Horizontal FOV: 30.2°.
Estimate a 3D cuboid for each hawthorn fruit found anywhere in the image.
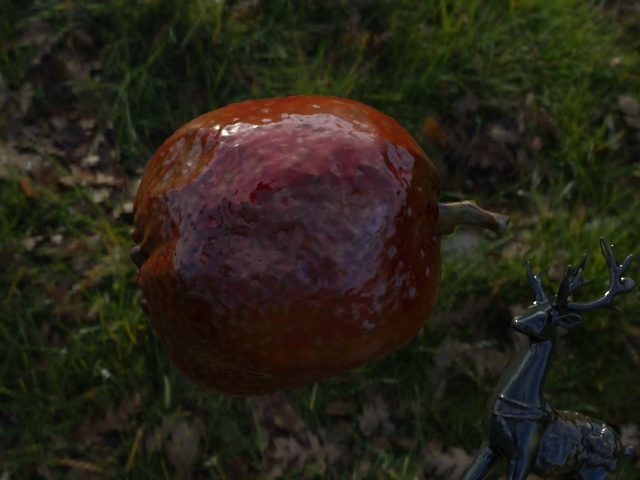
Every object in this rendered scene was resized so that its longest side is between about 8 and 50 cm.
[{"bbox_3d":[0.000,0.000,0.802,0.253,0.205,0.205,-7,52,-6],"label":"hawthorn fruit"}]

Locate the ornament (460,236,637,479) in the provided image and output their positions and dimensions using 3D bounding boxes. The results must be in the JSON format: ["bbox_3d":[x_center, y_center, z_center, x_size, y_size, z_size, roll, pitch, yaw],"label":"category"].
[{"bbox_3d":[0.088,0.060,0.427,0.073,0.028,0.125,22,87,-25],"label":"ornament"}]
